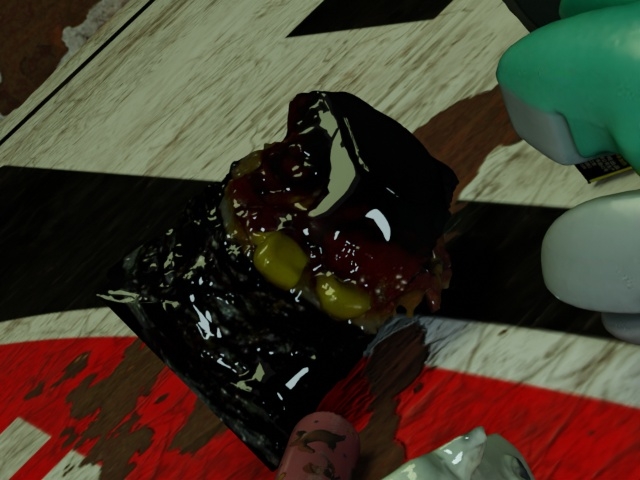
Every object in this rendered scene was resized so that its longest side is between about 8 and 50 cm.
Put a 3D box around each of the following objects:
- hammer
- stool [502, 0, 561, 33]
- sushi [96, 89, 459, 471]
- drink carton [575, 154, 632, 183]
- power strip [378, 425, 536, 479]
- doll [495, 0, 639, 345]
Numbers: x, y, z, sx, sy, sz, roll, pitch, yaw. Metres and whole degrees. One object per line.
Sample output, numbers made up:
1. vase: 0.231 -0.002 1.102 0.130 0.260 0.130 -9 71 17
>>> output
1. hammer: -0.002 0.122 0.979 0.043 0.043 0.083 -33 16 23
2. stool: 0.210 -0.283 1.068 0.310 0.310 0.226 -14 31 50
3. sushi: 0.000 0.000 1.087 0.172 0.153 0.150 -32 -18 -53
4. drink carton: 0.204 -0.090 1.033 0.166 0.056 0.071 -21 30 47
5. power strip: -0.019 0.164 0.832 0.270 0.046 0.118 -35 -13 19
6. doll: 0.190 -0.033 0.821 0.195 0.153 0.258 -25 33 -9
